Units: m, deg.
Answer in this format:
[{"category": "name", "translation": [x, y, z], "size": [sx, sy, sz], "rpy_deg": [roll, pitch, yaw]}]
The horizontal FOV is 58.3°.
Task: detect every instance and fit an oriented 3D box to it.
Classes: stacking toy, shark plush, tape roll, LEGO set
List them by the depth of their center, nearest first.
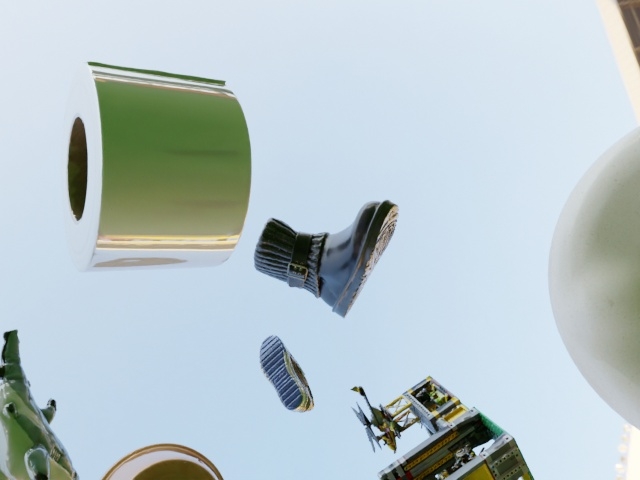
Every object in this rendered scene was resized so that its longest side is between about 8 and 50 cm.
[{"category": "shark plush", "translation": [-0.272, 0.165, 0.526], "size": [0.161, 0.073, 0.067], "rpy_deg": [58, -159, 16]}, {"category": "stacking toy", "translation": [0.484, 0.062, 0.679], "size": [0.480, 0.351, 0.350], "rpy_deg": [18, -114, -59]}, {"category": "tape roll", "translation": [-0.213, -0.084, 0.709], "size": [0.169, 0.246, 0.246], "rpy_deg": [-1, -101, -33]}, {"category": "LEGO set", "translation": [0.167, 0.355, 0.816], "size": [0.192, 0.331, 0.254], "rpy_deg": [-31, -67, -10]}]

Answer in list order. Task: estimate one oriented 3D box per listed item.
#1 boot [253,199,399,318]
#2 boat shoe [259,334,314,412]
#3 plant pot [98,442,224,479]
[{"category": "boot", "translation": [-0.002, 0.003, 1.250], "size": [0.260, 0.347, 0.131], "rpy_deg": [32, -139, 9]}, {"category": "boat shoe", "translation": [-0.068, 0.270, 1.147], "size": [0.066, 0.066, 0.183], "rpy_deg": [39, -164, -46]}, {"category": "plant pot", "translation": [-0.298, 0.533, 1.102], "size": [0.291, 0.203, 0.290], "rpy_deg": [10, -117, -20]}]
